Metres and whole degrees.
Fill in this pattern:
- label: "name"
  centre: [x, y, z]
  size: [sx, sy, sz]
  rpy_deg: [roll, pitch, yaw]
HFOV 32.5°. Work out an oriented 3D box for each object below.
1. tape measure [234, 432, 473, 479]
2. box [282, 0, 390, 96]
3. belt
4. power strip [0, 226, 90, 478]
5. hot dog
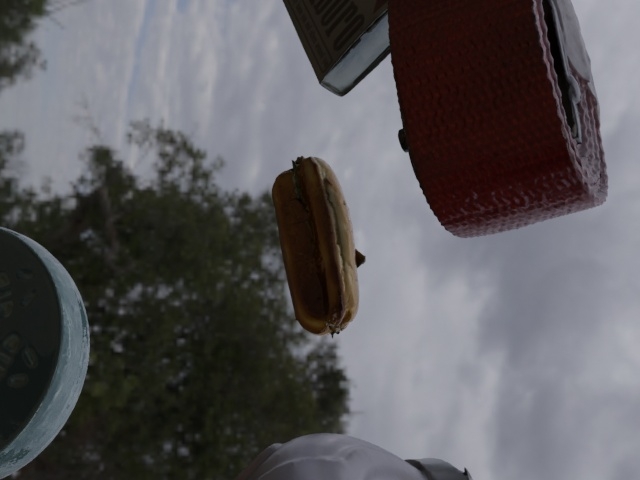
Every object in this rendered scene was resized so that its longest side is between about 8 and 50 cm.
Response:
- label: "tape measure"
  centre: [0.037, 0.170, 0.453]
  size: [0.120, 0.197, 0.236]
  rpy_deg: [-49, -140, 12]
- label: "box"
  centre: [0.023, -0.218, 0.963]
  size: [0.115, 0.036, 0.177]
  rpy_deg: [-43, -140, 20]
- label: "belt"
  centre: [0.107, -0.101, 0.720]
  size: [0.124, 0.128, 0.201]
  rpy_deg: [-16, -115, 25]
- label: "power strip"
  centre: [-0.284, 0.116, 0.915]
  size: [0.253, 0.168, 0.054]
  rpy_deg: [-66, 156, -12]
- label: "hot dog"
  centre: [0.000, 0.000, 1.406]
  size: [0.104, 0.076, 0.250]
  rpy_deg: [-30, -122, 31]
